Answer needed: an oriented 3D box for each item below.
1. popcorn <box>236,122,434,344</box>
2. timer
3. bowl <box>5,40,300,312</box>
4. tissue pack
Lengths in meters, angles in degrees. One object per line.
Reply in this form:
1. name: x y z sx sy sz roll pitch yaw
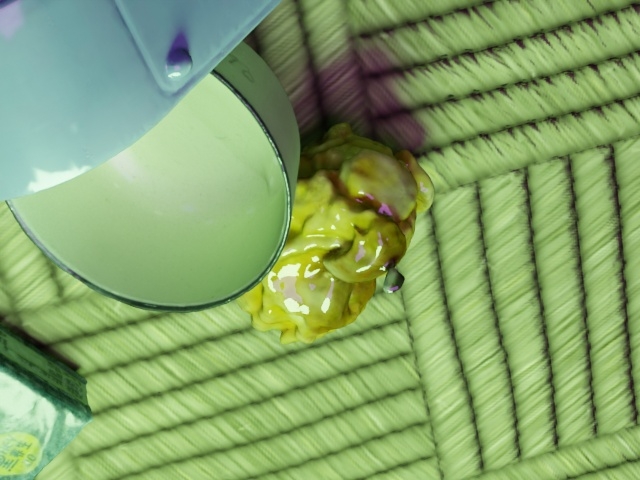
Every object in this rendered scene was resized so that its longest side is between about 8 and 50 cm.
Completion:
1. popcorn: 0.006 -0.014 1.242 0.140 0.163 0.194 31 142 -9
2. timer: -0.184 -0.186 0.967 0.395 0.395 0.173 -25 125 1
3. bowl: -0.114 -0.075 1.148 0.238 0.126 0.237 11 126 15
4. tissue pack: -0.347 0.129 1.263 0.185 0.081 0.257 -44 122 12
